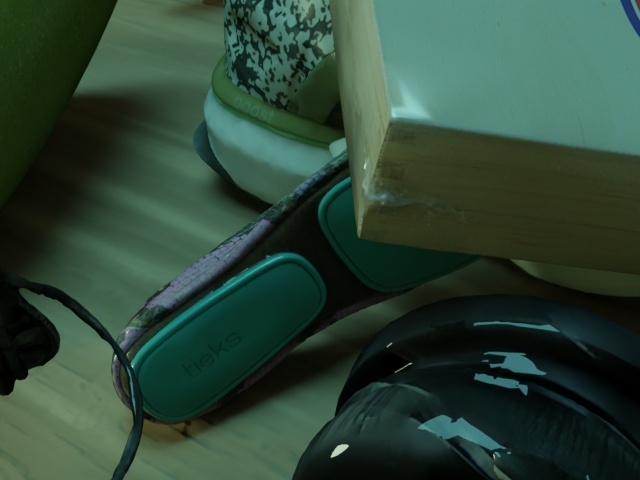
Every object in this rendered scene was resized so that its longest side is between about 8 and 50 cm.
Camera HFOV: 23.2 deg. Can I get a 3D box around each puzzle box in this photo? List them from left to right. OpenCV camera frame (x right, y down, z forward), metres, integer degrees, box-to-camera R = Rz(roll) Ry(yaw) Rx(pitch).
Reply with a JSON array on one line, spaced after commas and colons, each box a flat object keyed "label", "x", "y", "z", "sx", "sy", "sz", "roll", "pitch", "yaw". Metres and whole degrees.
[{"label": "puzzle box", "x": 0.132, "y": -0.137, "z": 0.635, "sx": 0.272, "sy": 0.052, "sz": 0.409, "roll": 8, "pitch": 42, "yaw": -11}]

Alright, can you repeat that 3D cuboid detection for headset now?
[{"label": "headset", "x": 0.014, "y": 0.094, "z": 0.458, "sx": 0.394, "sy": 0.185, "sz": 0.243, "roll": 29, "pitch": 50, "yaw": 34}]

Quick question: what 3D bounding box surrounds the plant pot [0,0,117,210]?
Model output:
[{"label": "plant pot", "x": -0.253, "y": -0.086, "z": 0.822, "sx": 0.274, "sy": 0.275, "sz": 0.293, "roll": -7, "pitch": 48, "yaw": 12}]

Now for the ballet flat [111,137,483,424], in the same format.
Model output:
[{"label": "ballet flat", "x": 0.000, "y": 0.000, "z": 0.690, "sx": 0.221, "sy": 0.077, "sz": 0.079, "roll": -33, "pitch": 28, "yaw": 5}]

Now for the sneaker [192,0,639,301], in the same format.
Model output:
[{"label": "sneaker", "x": 0.094, "y": -0.095, "z": 0.729, "sx": 0.410, "sy": 0.182, "sz": 0.158, "roll": 10, "pitch": 39, "yaw": 33}]
